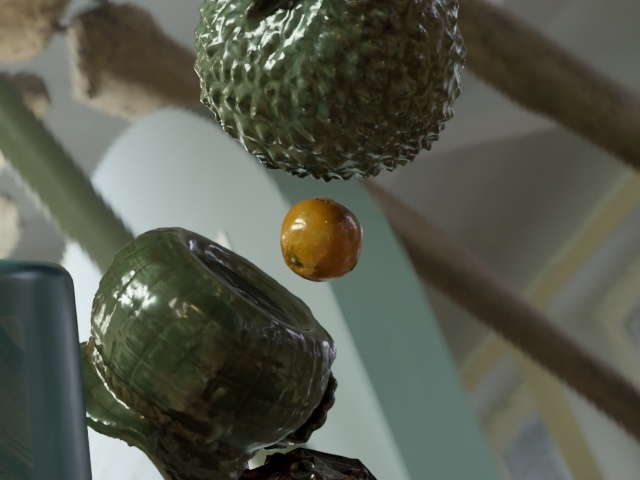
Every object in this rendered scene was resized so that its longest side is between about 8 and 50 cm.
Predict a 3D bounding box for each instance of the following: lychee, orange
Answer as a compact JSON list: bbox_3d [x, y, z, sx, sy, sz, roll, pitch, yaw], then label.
[{"bbox_3d":[0.015,-0.177,1.669,0.255,0.255,0.274,-33,-38,24],"label":"lychee"},{"bbox_3d":[-0.001,-0.001,1.748,0.083,0.083,0.083,-20,-21,-8],"label":"orange"}]

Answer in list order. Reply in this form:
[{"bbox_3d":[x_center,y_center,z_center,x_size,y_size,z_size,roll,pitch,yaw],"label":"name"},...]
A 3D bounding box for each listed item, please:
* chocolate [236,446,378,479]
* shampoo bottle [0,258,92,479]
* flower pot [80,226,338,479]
[{"bbox_3d":[-0.013,0.289,1.773,0.224,0.206,0.177,-33,-21,-17],"label":"chocolate"},{"bbox_3d":[-0.327,0.194,1.320,0.331,0.343,0.331,-4,-4,0],"label":"shampoo bottle"},{"bbox_3d":[-0.130,0.131,2.020,0.213,0.302,0.302,-53,-28,8],"label":"flower pot"}]
